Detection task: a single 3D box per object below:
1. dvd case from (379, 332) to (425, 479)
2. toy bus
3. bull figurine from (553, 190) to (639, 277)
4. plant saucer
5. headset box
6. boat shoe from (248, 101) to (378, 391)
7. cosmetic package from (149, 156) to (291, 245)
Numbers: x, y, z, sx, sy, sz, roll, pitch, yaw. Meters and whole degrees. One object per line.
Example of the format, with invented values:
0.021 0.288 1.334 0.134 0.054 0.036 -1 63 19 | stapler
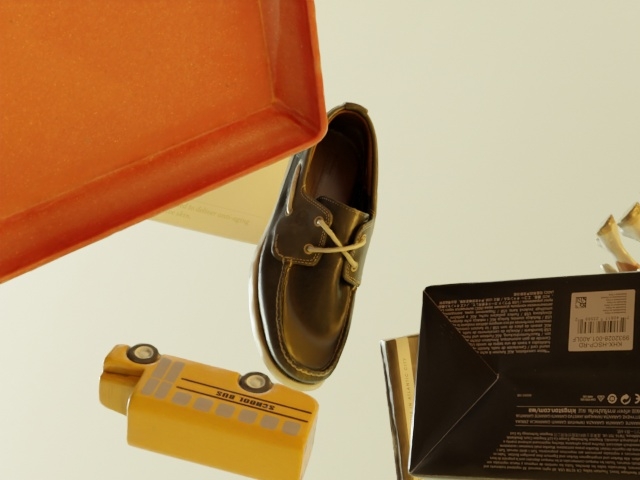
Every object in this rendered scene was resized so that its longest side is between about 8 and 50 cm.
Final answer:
0.164 0.154 1.023 0.018 0.221 0.164 178 -96 -66 | dvd case
-0.173 0.258 1.645 0.332 0.108 0.130 13 -146 8 | toy bus
0.306 0.041 0.877 0.101 0.188 0.310 -47 173 -25 | bull figurine
-0.127 -0.126 0.665 0.259 0.258 0.048 -26 -136 -20 | plant saucer
0.221 0.107 0.641 0.218 0.293 0.110 -6 -111 36 | headset box
0.000 0.000 0.855 0.079 0.084 0.233 -41 -146 57 | boat shoe
-0.186 -0.122 1.243 0.365 0.197 0.155 33 -73 64 | cosmetic package
